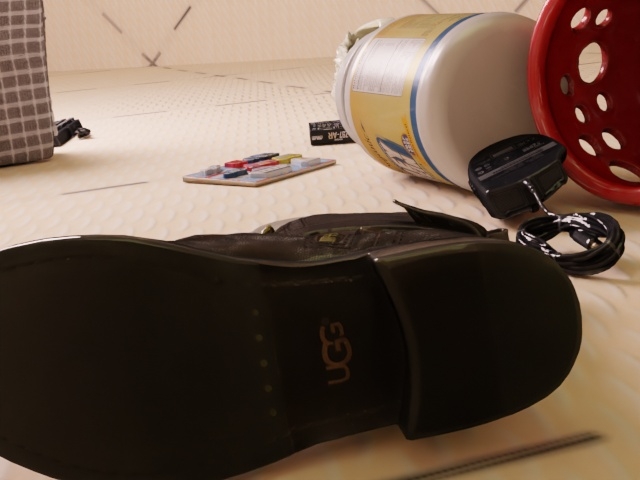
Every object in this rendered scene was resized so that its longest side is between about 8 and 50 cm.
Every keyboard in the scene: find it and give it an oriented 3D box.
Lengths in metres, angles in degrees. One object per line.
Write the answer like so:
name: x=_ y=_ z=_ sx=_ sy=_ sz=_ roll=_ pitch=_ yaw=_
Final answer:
keyboard: x=-0.371 y=-0.152 z=1.448 sx=0.108 sy=0.023 sz=0.180 roll=-5 pitch=14 yaw=-2

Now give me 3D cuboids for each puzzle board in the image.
puzzle board: x=-0.059 y=-0.072 z=1.031 sx=0.096 sy=0.011 sz=0.128 roll=6 pitch=17 yaw=37

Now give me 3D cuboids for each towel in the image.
towel: x=-0.442 y=-0.190 z=1.179 sx=0.283 sy=0.235 sz=0.121 roll=-12 pitch=19 yaw=-27

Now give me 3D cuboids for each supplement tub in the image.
supplement tub: x=0.108 y=-0.123 z=0.898 sx=0.144 sy=0.144 sz=0.199 roll=-10 pitch=14 yaw=-22

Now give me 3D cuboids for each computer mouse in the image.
computer mouse: x=0.150 y=-0.020 z=0.696 sx=0.071 sy=0.041 sz=0.242 roll=-24 pitch=20 yaw=6

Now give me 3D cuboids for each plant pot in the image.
plant pot: x=0.280 y=-0.126 z=0.768 sx=0.174 sy=0.191 sz=0.191 roll=-8 pitch=12 yaw=-37

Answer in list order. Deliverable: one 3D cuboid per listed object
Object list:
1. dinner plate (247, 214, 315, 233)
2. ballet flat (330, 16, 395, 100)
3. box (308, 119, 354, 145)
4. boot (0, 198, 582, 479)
dinner plate: x=0.000 y=0.000 z=0.696 sx=0.141 sy=0.017 sz=0.141 roll=-3 pitch=14 yaw=1
ballet flat: x=0.090 y=-0.221 z=1.347 sx=0.147 sy=0.147 sz=0.409 roll=-7 pitch=14 yaw=-12
box: x=0.020 y=-0.129 z=1.228 sx=0.067 sy=0.018 sz=0.083 roll=-5 pitch=13 yaw=-1
boot: x=-0.021 y=0.028 z=0.473 sx=0.263 sy=0.091 sz=0.229 roll=-1 pitch=8 yaw=-4
